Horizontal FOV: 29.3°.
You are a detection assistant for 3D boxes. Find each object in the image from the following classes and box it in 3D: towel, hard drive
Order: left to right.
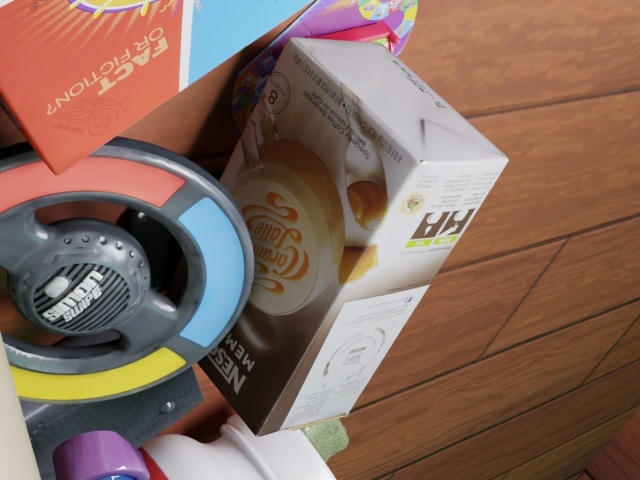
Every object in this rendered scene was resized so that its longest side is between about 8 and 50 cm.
[{"bbox_3d":[-0.222,0.156,0.998,0.254,0.054,0.172,-33,154,-13],"label":"hard drive"},{"bbox_3d":[-0.016,0.250,1.469,0.110,0.027,0.148,-38,155,-8],"label":"towel"}]

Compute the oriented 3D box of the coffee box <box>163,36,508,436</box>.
[{"bbox_3d":[0.000,0.000,0.859,0.098,0.141,0.246,-7,134,-46],"label":"coffee box"}]

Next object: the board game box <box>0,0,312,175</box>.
[{"bbox_3d":[-0.083,-0.179,0.584,0.242,0.064,0.316,-36,163,-9],"label":"board game box"}]

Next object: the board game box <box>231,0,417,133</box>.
[{"bbox_3d":[0.014,-0.123,0.897,0.168,0.033,0.133,-42,155,3],"label":"board game box"}]

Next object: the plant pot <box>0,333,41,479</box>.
[{"bbox_3d":[-0.257,0.138,0.556,0.333,0.305,0.334,-25,160,-10],"label":"plant pot"}]

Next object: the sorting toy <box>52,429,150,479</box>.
[{"bbox_3d":[-0.276,0.269,0.905,0.365,0.126,0.127,-27,150,15],"label":"sorting toy"}]

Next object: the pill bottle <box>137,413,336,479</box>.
[{"bbox_3d":[-0.173,0.329,1.144,0.407,0.229,0.229,-33,154,-17],"label":"pill bottle"}]

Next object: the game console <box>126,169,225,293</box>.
[{"bbox_3d":[-0.104,-0.004,0.953,0.122,0.071,0.107,-25,121,-31],"label":"game console"}]

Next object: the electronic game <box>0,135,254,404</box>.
[{"bbox_3d":[-0.156,0.026,0.794,0.229,0.048,0.229,-8,133,-9],"label":"electronic game"}]
